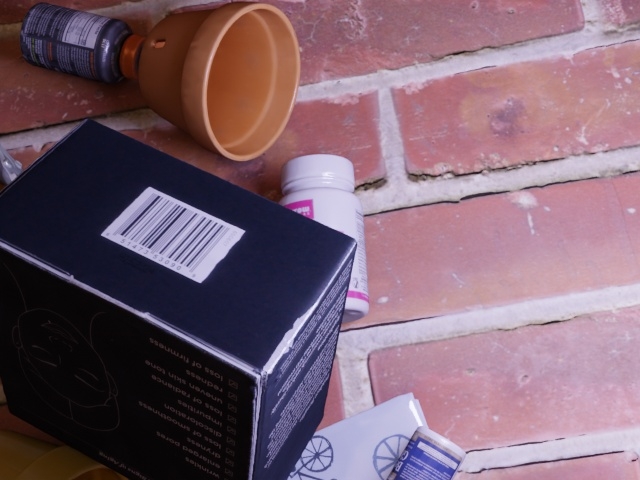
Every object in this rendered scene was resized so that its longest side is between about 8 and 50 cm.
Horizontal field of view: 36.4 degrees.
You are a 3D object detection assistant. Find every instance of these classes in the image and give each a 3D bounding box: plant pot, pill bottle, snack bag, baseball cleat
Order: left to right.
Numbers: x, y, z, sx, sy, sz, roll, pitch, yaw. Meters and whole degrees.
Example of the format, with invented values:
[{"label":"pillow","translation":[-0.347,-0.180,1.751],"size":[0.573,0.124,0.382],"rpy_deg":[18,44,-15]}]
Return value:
[{"label":"baseball cleat","translation":[-0.661,-0.144,1.950],"size":[0.109,0.072,0.206],"rpy_deg":[-44,68,9]},{"label":"plant pot","translation":[-0.495,0.446,1.670],"size":[0.239,0.254,0.254],"rpy_deg":[23,78,30]},{"label":"pill bottle","translation":[-0.463,-0.388,1.948],"size":[0.245,0.130,0.130],"rpy_deg":[16,77,12]},{"label":"plant pot","translation":[-0.200,-0.311,1.828],"size":[0.203,0.291,0.291],"rpy_deg":[17,77,31]},{"label":"pill bottle","translation":[0.000,0.000,1.754],"size":[0.160,0.160,0.283],"rpy_deg":[-5,73,7]},{"label":"snack bag","translation":[0.064,0.472,1.676],"size":[0.342,0.037,0.323],"rpy_deg":[-22,72,1]},{"label":"pill bottle","translation":[0.161,0.402,1.613],"size":[0.094,0.094,0.169],"rpy_deg":[29,79,15]}]

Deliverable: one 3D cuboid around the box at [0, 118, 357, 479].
[{"label":"box","translation":[-0.237,0.145,1.505],"size":[0.479,0.472,0.297],"rpy_deg":[25,48,14]}]
